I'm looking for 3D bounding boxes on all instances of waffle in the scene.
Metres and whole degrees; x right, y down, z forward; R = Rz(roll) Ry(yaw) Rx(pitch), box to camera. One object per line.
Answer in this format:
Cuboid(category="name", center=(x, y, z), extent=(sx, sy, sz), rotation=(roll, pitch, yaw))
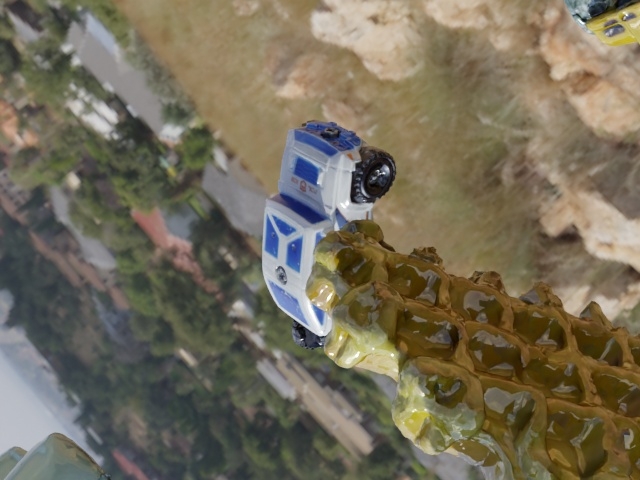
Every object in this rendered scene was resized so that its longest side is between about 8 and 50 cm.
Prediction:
Cuboid(category="waffle", center=(0.086, 0.047, 0.408), extent=(0.192, 0.161, 0.046), rotation=(38, 123, 14))

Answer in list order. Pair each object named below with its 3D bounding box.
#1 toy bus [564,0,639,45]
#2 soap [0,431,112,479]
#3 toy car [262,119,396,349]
Cuboid(category="toy bus", center=(0.253, -0.230, 0.636), extent=(0.121, 0.335, 0.123), rotation=(-17, 128, 41))
Cuboid(category="soap", center=(-0.164, 0.251, 0.456), extent=(0.173, 0.289, 0.095), rotation=(47, 142, -14))
Cuboid(category="toy car", center=(0.000, 0.000, 0.734), extent=(0.080, 0.070, 0.170), rotation=(32, 127, 43))
